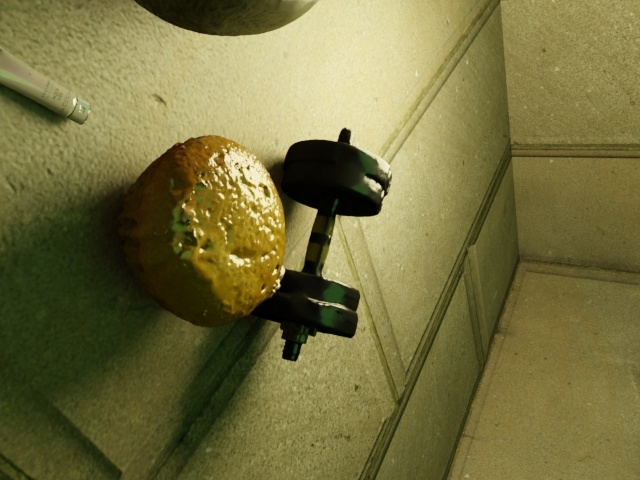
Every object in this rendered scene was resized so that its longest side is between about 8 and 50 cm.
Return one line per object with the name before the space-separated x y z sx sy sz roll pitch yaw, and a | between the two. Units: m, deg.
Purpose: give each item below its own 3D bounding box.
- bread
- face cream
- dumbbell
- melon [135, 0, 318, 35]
bread | -0.142 -0.014 0.644 0.240 0.139 0.240 -16 108 -56
face cream | -0.281 -0.152 0.509 0.115 0.020 0.038 31 70 -53
dumbbell | 0.000 0.000 0.833 0.185 0.185 0.388 31 69 -56
melon | -0.100 -0.344 0.549 0.329 0.248 0.248 -18 111 -61
